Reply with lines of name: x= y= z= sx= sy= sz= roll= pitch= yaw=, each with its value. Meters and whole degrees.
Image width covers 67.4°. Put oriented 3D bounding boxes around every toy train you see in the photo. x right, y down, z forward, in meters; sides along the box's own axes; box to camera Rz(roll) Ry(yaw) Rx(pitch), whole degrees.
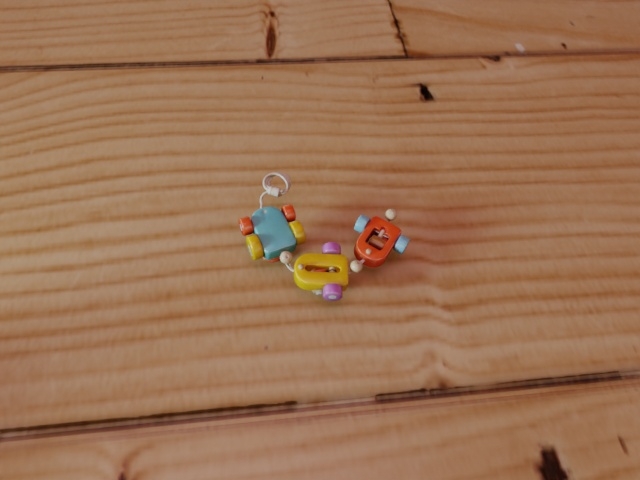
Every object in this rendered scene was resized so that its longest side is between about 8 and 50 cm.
toy train: x=0.000 y=0.000 z=0.499 sx=0.166 sy=0.046 sz=0.125 roll=25 pitch=58 yaw=9
